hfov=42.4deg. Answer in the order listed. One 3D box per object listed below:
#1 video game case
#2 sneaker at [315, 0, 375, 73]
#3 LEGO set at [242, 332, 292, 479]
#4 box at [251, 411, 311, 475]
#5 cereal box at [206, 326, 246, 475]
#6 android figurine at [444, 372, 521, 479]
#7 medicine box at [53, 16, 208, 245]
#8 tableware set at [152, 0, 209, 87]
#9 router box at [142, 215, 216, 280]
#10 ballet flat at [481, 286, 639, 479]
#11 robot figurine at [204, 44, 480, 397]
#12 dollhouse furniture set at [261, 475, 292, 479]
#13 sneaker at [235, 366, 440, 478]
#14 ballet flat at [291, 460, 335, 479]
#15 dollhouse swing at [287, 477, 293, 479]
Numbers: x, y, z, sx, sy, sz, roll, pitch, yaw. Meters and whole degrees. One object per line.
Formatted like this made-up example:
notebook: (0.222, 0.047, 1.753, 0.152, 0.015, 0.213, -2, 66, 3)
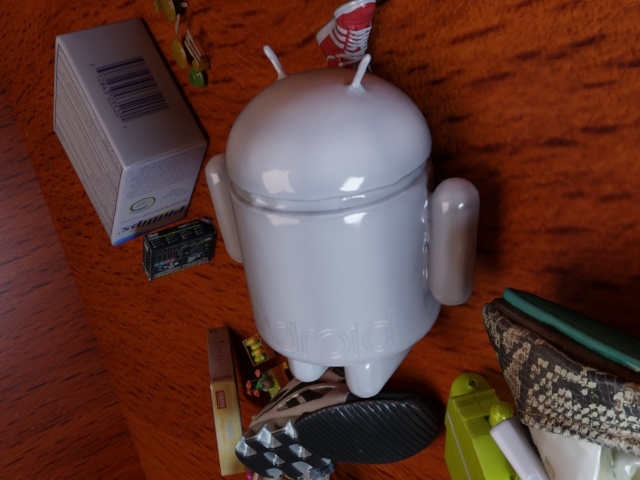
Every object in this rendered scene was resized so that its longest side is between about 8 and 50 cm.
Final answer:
video game case: (0.222, 0.215, 0.680, 0.022, 0.190, 0.173, -40, 68, 18)
sneaker: (0.034, -0.199, 0.831, 0.067, 0.042, 0.118, 71, 161, 2)
LEGO set: (-0.092, 0.302, 1.354, 0.132, 0.107, 0.287, 14, 116, 45)
box: (-0.034, 0.296, 1.274, 0.087, 0.101, 0.102, -21, 91, 64)
cereal box: (-0.168, 0.275, 1.454, 0.240, 0.047, 0.173, -118, 22, -73)
android figurine: (0.172, 0.251, 0.811, 0.273, 0.056, 0.248, 83, 173, -52)
medicine box: (-0.336, -0.180, 1.416, 0.263, 0.149, 0.289, 60, 153, 14)
tableware set: (-0.205, -0.305, 1.221, 0.154, 0.024, 0.104, 59, 156, 15)
router box: (-0.245, 0.014, 1.427, 0.038, 0.122, 0.092, 58, 152, 27)
ballet flat: (0.259, 0.149, 0.514, 0.483, 0.164, 0.182, 11, 83, 57)
robot figurine: (0.017, -0.018, 0.826, 0.300, 0.200, 0.353, 6, 121, 27)
dollhouse furniture set: (0.021, 0.600, 1.159, 0.362, 0.394, 0.256, 20, 167, 46)
sneaker: (0.025, 0.215, 1.093, 0.330, 0.146, 0.122, -20, 121, 41)
ballet flat: (-0.031, 0.425, 1.354, 0.070, 0.070, 0.188, 44, 120, 38)
dollhouse swing: (-0.055, 0.629, 1.399, 0.347, 0.315, 0.305, 40, 154, 44)
